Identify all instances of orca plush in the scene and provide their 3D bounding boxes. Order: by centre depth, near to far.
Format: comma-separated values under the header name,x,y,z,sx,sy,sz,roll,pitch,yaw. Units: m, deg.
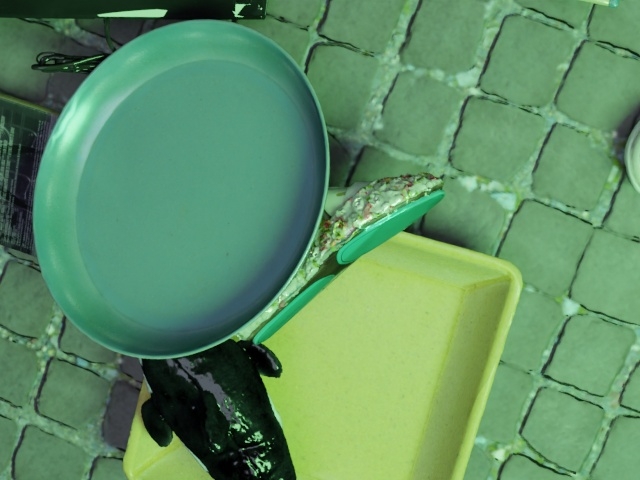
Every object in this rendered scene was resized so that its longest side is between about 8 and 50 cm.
name,x,y,z,sx,sy,sz,roll,pitch,yaw
orca plush,-0.103,0.192,0.908,0.151,0.102,0.287,-13,96,10

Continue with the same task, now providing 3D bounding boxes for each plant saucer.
name,x,y,z,sx,sy,sz,roll,pitch,yaw
plant saucer,-0.128,-0.048,0.890,0.318,0.044,0.317,-6,76,25
plant saucer,-0.001,0.132,0.978,0.333,0.081,0.332,16,100,7

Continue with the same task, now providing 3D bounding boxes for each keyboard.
name,x,y,z,sx,sy,sz,roll,pitch,yaw
keyboard,-0.203,-0.235,0.910,0.317,0.033,0.201,-3,131,-17

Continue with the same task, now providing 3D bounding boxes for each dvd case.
name,x,y,z,sx,sy,sz,roll,pitch,yaw
dvd case,-0.373,-0.086,1.014,0.221,0.018,0.164,18,114,6

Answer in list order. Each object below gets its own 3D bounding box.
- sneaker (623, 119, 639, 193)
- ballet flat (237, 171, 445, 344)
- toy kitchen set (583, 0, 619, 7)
name,x,y,z,sx,sy,sz,roll,pitch,yaw
sneaker,0.419,-0.117,0.866,0.292,0.118,0.110,-22,96,12
ballet flat,0.000,0.000,0.879,0.241,0.091,0.077,-38,77,9
toy kitchen set,0.286,-0.309,0.833,0.122,0.166,0.207,13,99,7
